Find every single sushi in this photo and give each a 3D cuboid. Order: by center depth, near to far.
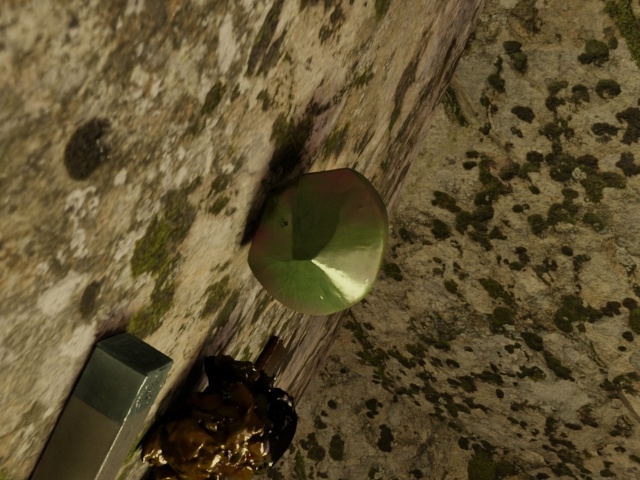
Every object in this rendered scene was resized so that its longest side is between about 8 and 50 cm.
[{"bbox_3d":[-0.164,0.317,1.015,0.200,0.213,0.204,66,32,-32],"label":"sushi"}]

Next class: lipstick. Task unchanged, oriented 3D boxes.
[{"bbox_3d":[-0.264,0.255,0.663,0.317,0.068,0.066,-63,171,7],"label":"lipstick"}]

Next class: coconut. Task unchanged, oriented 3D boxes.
[{"bbox_3d":[0.000,0.000,0.915,0.236,0.204,0.236,-19,-172,3],"label":"coconut"}]

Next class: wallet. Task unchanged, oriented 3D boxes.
[{"bbox_3d":[-0.166,0.360,1.556,0.243,0.039,0.133,-57,163,-18],"label":"wallet"}]

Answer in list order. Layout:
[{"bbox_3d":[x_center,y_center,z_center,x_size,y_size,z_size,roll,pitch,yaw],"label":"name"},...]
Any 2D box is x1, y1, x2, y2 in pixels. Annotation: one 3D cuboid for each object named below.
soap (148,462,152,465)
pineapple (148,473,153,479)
[{"bbox_3d":[-0.272,0.359,1.075,0.089,0.012,0.034,-48,163,-54],"label":"soap"},{"bbox_3d":[-0.246,0.458,1.120,0.166,0.166,0.193,108,-15,-48],"label":"pineapple"}]
